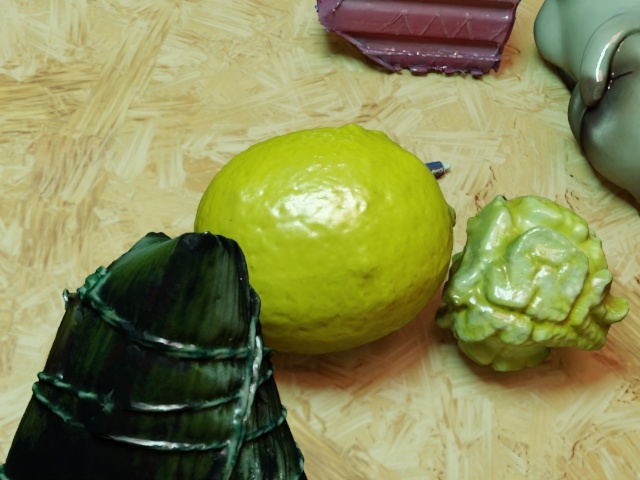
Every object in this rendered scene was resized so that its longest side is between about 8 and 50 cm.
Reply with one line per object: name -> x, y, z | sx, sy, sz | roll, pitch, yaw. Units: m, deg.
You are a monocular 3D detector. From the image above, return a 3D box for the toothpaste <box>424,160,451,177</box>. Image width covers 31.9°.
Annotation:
toothpaste -> 0.120, -0.080, 1.349 | 0.083, 0.019, 0.027 | -17, 83, -22

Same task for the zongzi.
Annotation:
zongzi -> -0.090, 0.192, 0.968 | 0.362, 0.319, 0.383 | 20, 91, -11

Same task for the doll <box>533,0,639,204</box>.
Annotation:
doll -> 0.392, -0.223, 1.397 | 0.226, 0.215, 0.370 | 17, 48, -20

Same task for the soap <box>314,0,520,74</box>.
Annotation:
soap -> 0.118, -0.298, 1.422 | 0.250, 0.162, 0.099 | 2, 53, -12

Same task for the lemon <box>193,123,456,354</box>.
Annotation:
lemon -> 0.000, 0.000, 1.132 | 0.288, 0.233, 0.233 | -12, 56, -6

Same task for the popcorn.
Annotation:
popcorn -> 0.210, 0.044, 1.183 | 0.167, 0.187, 0.185 | 37, 28, -34
